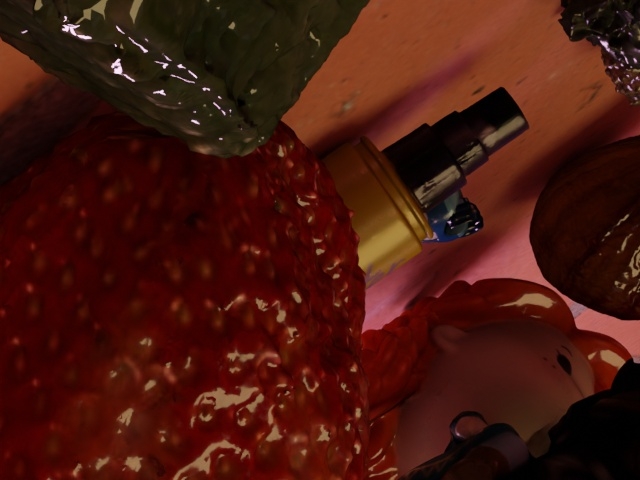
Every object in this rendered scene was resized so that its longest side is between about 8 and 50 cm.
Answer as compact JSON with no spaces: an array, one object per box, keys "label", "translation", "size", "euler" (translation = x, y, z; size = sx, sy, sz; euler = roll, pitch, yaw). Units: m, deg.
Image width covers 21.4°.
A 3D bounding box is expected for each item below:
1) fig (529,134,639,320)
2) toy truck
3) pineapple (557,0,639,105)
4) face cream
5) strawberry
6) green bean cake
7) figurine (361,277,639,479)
[{"label":"fig","translation":[0.244,-0.043,1.217],"size":[0.146,0.134,0.201],"euler":[-33,156,-47]},{"label":"toy truck","translation":[0.053,-0.018,1.067],"size":[0.090,0.056,0.073],"euler":[-22,167,3]},{"label":"pineapple","translation":[0.186,-0.125,1.007],"size":[0.074,0.074,0.159],"euler":[-40,153,15]},{"label":"face cream","translation":[0.000,0.000,0.977],"size":[0.273,0.078,0.078],"euler":[-35,161,0]},{"label":"strawberry","translation":[-0.090,0.067,0.804],"size":[0.238,0.250,0.288],"euler":[5,125,-9]},{"label":"green bean cake","translation":[-0.031,-0.124,0.519],"size":[0.173,0.094,0.181],"euler":[-58,160,-4]},{"label":"figurine","translation":[0.124,0.162,1.175],"size":[0.306,0.241,0.412],"euler":[-39,-169,-11]}]
